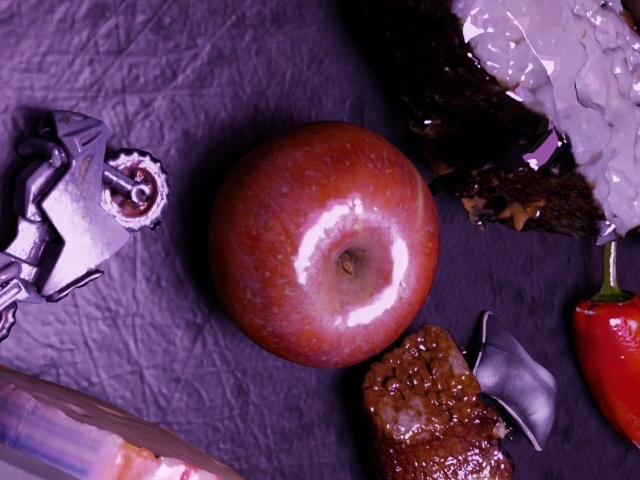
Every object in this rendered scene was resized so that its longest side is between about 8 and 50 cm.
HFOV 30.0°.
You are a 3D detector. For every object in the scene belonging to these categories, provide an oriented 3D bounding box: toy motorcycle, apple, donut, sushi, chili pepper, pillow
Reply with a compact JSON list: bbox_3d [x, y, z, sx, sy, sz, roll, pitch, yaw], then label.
[{"bbox_3d":[-0.213,-0.013,0.892,0.215,0.080,0.122,-40,116,-19],"label":"toy motorcycle"},{"bbox_3d":[0.000,0.000,0.994,0.201,0.162,0.201,-7,107,-24],"label":"apple"},{"bbox_3d":[0.104,0.195,1.118,0.126,0.144,0.187,-26,140,-23],"label":"donut"},{"bbox_3d":[0.165,-0.127,1.050,0.348,0.207,0.234,48,60,-30],"label":"sushi"},{"bbox_3d":[0.351,0.151,1.302,0.368,0.092,0.137,57,47,-33],"label":"chili pepper"},{"bbox_3d":[0.197,0.141,1.201,0.136,0.055,0.091,48,68,-30],"label":"pillow"}]

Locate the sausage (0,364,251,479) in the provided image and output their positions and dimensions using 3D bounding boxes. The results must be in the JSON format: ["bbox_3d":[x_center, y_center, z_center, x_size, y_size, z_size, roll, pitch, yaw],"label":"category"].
[{"bbox_3d":[-0.196,0.256,0.845,0.233,0.233,0.287,27,79,-33],"label":"sausage"}]

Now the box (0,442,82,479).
[{"bbox_3d":[-0.346,0.256,0.706,0.090,0.373,0.367,59,53,-75],"label":"box"}]

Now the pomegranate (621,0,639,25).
[{"bbox_3d":[0.438,-0.292,1.173,0.322,0.322,0.322,-5,99,-34],"label":"pomegranate"}]
